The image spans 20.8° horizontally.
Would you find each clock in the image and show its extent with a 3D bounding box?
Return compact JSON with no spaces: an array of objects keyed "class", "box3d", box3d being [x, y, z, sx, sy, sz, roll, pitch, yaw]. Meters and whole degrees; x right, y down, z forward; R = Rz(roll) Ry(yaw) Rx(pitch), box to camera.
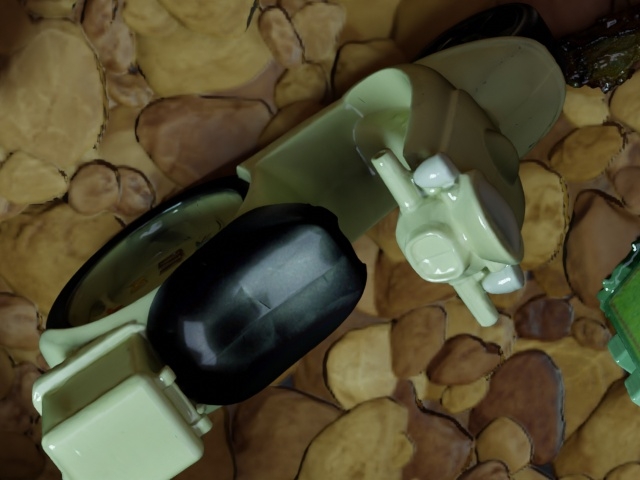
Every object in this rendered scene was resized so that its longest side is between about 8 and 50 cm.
[{"class":"clock","box3d":[0.000,0.000,1.059,0.379,0.276,0.120,-35,111,7]}]

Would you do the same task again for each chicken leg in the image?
[{"class":"chicken leg","box3d":[0.218,-0.134,1.172,0.145,0.037,0.062,-20,132,-2]}]

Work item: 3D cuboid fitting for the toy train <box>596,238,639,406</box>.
[{"class":"toy train","box3d":[0.335,0.070,1.196,0.272,0.159,0.188,34,106,-18]}]
